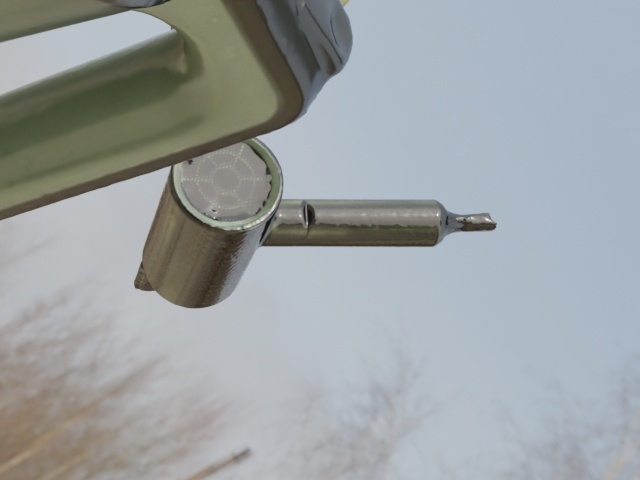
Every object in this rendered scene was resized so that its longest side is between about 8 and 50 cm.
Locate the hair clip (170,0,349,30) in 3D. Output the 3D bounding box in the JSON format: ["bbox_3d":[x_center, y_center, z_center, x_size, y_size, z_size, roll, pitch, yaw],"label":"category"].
[{"bbox_3d":[-0.026,-0.166,0.830,0.116,0.172,0.049,6,-20,30],"label":"hair clip"}]

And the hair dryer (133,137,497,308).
[{"bbox_3d":[0.000,0.000,1.156,0.195,0.248,0.078,119,-31,-63],"label":"hair dryer"}]

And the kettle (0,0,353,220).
[{"bbox_3d":[-0.210,-0.121,0.561,0.361,0.376,0.250,61,29,-44],"label":"kettle"}]
